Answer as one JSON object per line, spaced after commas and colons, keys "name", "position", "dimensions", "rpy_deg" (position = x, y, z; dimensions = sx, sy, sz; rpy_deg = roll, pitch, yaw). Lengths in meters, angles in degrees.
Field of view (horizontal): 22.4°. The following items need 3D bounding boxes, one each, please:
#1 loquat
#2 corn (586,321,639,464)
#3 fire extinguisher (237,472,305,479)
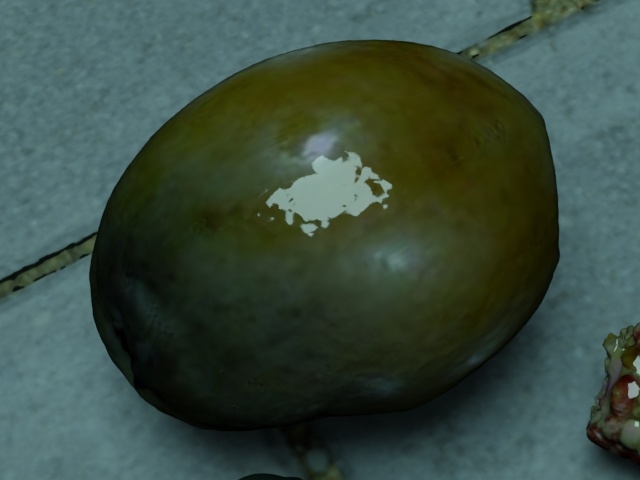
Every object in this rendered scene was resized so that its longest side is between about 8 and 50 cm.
{"name": "loquat", "position": [0.000, 0.000, 0.751], "dimensions": [0.227, 0.179, 0.179], "rpy_deg": [-16, 55, 6]}
{"name": "corn", "position": [0.258, 0.079, 0.705], "dimensions": [0.280, 0.092, 0.092], "rpy_deg": [9, 58, 16]}
{"name": "fire extinguisher", "position": [0.043, 0.158, 0.687], "dimensions": [0.311, 0.095, 0.114], "rpy_deg": [9, 21, 13]}
